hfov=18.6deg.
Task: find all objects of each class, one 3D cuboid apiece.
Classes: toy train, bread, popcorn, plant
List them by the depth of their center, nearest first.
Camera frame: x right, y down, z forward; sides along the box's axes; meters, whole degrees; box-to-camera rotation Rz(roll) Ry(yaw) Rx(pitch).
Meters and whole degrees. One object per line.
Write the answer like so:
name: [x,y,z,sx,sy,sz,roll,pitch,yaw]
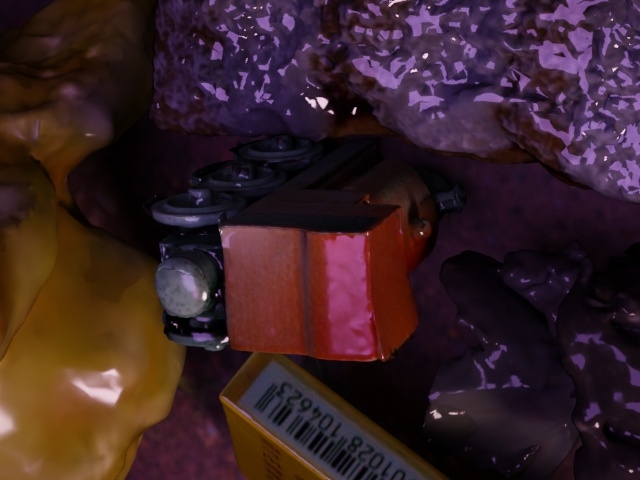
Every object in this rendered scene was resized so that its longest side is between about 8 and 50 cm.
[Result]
bread: [0.132,-0.096,0.793,0.416,0.113,0.165,11,109,20]
plant: [0.144,0.062,0.816,0.203,0.131,0.142,-9,101,41]
toy train: [0.000,0.000,0.840,0.118,0.176,0.074,3,106,22]
popcorn: [-0.217,0.016,0.907,0.326,0.321,0.290,38,134,30]

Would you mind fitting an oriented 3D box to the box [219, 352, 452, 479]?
box: [0.076,0.156,0.868,0.279,0.153,0.041,37,76,12]
